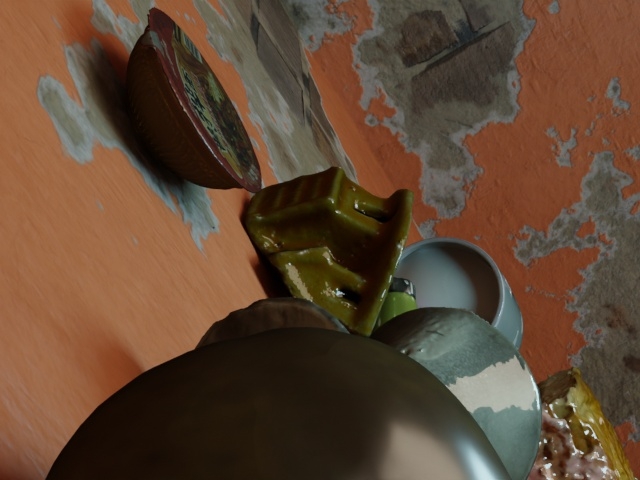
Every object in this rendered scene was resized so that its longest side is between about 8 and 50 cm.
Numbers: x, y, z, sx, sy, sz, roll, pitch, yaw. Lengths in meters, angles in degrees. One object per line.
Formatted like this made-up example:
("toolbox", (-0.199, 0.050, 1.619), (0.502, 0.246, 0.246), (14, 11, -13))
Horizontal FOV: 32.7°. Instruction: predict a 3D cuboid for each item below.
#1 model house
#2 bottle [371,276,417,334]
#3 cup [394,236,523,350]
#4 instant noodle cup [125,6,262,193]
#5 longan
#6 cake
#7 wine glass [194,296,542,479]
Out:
("model house", (0.001, 0.000, 1.618), (0.239, 0.173, 0.268), (25, 27, -5))
("bottle", (0.114, 0.180, 1.672), (0.112, 0.112, 0.260), (48, 36, -50))
("cup", (0.262, 0.204, 2.174), (0.274, 0.259, 0.356), (42, 54, -60))
("instant noodle cup", (-0.181, -0.161, 1.405), (0.274, 0.091, 0.274), (58, 12, -19))
("longan", (-0.016, 0.238, 0.692), (0.361, 0.361, 0.361), (57, 12, -20))
("cake", (0.393, 0.438, 1.970), (0.314, 0.307, 0.293), (62, 16, -3))
("wine glass", (0.051, 0.177, 1.153), (0.406, 0.267, 0.267), (20, 42, -61))
